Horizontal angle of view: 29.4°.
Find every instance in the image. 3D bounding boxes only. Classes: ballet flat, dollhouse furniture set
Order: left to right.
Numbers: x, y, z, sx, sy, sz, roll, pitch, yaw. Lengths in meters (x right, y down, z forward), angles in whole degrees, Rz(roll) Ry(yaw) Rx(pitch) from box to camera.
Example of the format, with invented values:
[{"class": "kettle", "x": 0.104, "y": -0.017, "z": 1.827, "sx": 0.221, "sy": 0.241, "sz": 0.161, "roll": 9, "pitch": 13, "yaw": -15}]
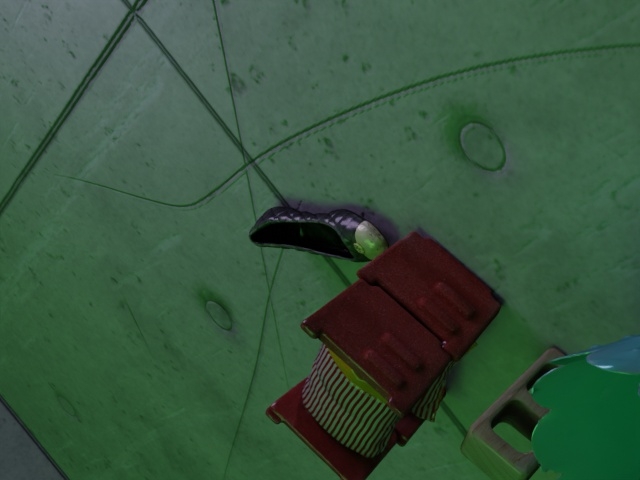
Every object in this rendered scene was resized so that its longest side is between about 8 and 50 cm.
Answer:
[{"class": "ballet flat", "x": 0.000, "y": 0.000, "z": 1.161, "sx": 0.173, "sy": 0.049, "sz": 0.057, "roll": 8, "pitch": 131, "yaw": 49}, {"class": "dollhouse furniture set", "x": 0.147, "y": 0.190, "z": 1.075, "sx": 0.374, "sy": 0.152, "sz": 0.201, "roll": 41, "pitch": 149, "yaw": 15}]

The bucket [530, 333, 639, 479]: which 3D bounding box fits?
[{"class": "bucket", "x": 0.274, "y": 0.166, "z": 0.769, "sx": 0.281, "sy": 0.183, "sz": 0.281, "roll": 162, "pitch": 90, "yaw": -77}]
